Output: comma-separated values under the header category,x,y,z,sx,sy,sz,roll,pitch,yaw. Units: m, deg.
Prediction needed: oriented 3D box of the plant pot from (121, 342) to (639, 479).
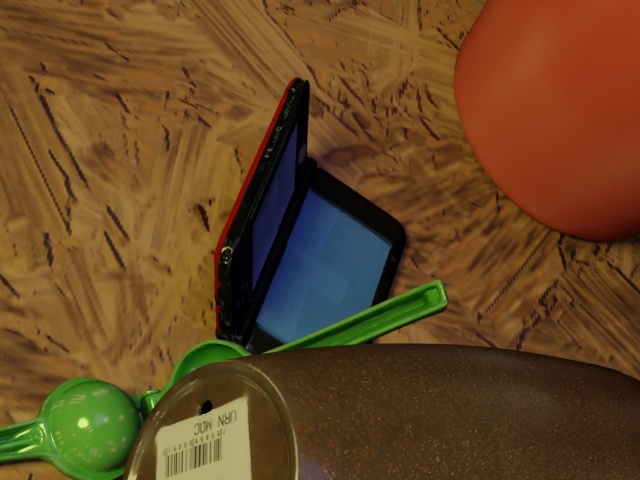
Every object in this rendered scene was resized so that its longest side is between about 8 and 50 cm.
category,x,y,z,sx,sy,sz,roll,pitch,yaw
plant pot,0.032,0.131,0.578,0.230,0.215,0.215,24,53,-40

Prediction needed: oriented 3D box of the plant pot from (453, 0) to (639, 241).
category,x,y,z,sx,sy,sz,roll,pitch,yaw
plant pot,0.234,-0.136,0.864,0.275,0.243,0.274,14,59,-24

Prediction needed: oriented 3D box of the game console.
category,x,y,z,sx,sy,sz,roll,pitch,yaw
game console,0.000,0.000,0.756,0.085,0.124,0.144,15,54,8

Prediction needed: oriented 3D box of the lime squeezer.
category,x,y,z,sx,sy,sz,roll,pitch,yaw
lime squeezer,-0.088,0.088,0.649,0.311,0.110,0.058,-15,89,-4
